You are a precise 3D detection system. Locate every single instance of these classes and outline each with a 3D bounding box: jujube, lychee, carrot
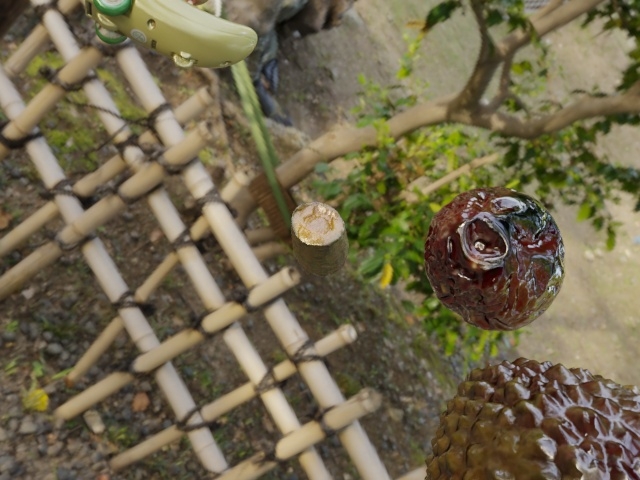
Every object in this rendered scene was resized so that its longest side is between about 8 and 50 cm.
[{"bbox_3d":[0.192,0.019,0.892,0.168,0.168,0.236,67,16,13],"label":"jujube"},{"bbox_3d":[0.186,0.203,0.597,0.236,0.236,0.271,36,13,-37],"label":"lychee"},{"bbox_3d":[0.000,0.000,1.110,0.173,0.082,0.082,91,-21,-72],"label":"carrot"}]

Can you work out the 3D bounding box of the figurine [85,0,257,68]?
[{"bbox_3d":[-0.250,-0.411,1.339,0.325,0.124,0.222,26,70,-7],"label":"figurine"}]
